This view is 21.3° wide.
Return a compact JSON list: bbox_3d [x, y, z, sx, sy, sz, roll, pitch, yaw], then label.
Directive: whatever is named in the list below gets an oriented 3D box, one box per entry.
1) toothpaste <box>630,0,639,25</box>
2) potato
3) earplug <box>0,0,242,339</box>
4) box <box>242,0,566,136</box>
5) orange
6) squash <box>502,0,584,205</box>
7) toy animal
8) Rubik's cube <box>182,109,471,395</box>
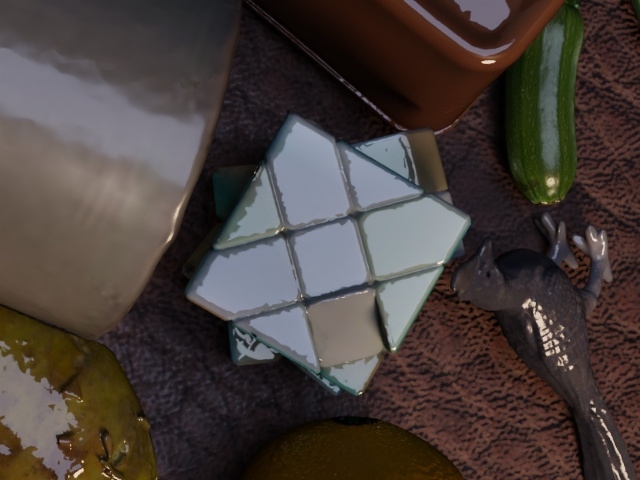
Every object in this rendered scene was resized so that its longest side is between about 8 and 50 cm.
[{"bbox_3d":[0.279,-0.373,1.669,0.098,0.061,0.392,-33,101,-18],"label":"toothpaste"},{"bbox_3d":[-0.254,0.135,1.405,0.176,0.141,0.298,-46,103,-20],"label":"potato"},{"bbox_3d":[-0.294,-0.136,1.313,0.394,0.312,0.313,23,80,-17],"label":"earplug"},{"bbox_3d":[0.061,-0.287,1.469,0.339,0.229,0.239,40,77,-3],"label":"box"},{"bbox_3d":[0.027,0.257,1.459,0.236,0.236,0.236,1,87,-20],"label":"orange"},{"bbox_3d":[0.213,-0.143,1.631,0.077,0.068,0.219,6,86,-1],"label":"squash"},{"bbox_3d":[0.221,0.071,1.600,0.367,0.081,0.206,52,44,-38],"label":"toy animal"},{"bbox_3d":[0.000,0.000,1.480,0.224,0.213,0.265,32,88,-2],"label":"Rubik's cube"}]
